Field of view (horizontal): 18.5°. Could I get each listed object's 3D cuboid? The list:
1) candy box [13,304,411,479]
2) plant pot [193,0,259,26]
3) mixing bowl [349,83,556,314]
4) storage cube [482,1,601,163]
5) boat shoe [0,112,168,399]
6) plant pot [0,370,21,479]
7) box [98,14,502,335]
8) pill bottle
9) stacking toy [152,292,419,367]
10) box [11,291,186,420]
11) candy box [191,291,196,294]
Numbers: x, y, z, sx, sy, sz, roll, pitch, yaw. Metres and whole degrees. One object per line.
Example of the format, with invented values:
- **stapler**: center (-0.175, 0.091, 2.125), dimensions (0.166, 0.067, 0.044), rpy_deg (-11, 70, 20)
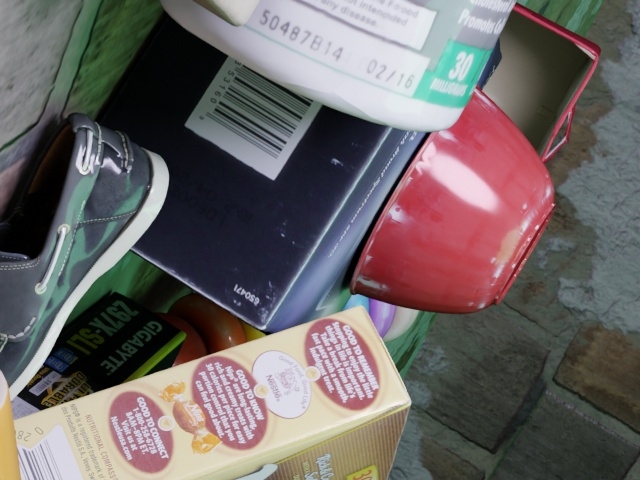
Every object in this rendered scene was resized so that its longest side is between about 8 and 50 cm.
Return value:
- **candy box**: center (-0.107, 0.165, 1.332), dimensions (0.317, 0.087, 0.183), rpy_deg (-17, 153, -16)
- **plant pot**: center (-0.074, -0.195, 1.048), dimensions (0.109, 0.109, 0.096), rpy_deg (-59, 157, 4)
- **mixing bowl**: center (0.109, -0.015, 1.442), dimensions (0.181, 0.098, 0.181), rpy_deg (-58, 172, -13)
- **storage cube**: center (0.161, -0.159, 2.003), dimensions (0.183, 0.215, 0.193), rpy_deg (-63, 175, 11)
- **boat shoe**: center (-0.196, 0.023, 1.245), dimensions (0.079, 0.084, 0.233), rpy_deg (31, 100, -43)
- **plant pot**: center (-0.242, 0.157, 1.069), dimensions (0.205, 0.205, 0.188), rpy_deg (-41, 145, -60)
- **box**: center (-0.013, -0.088, 1.438), dimensions (0.296, 0.183, 0.294), rpy_deg (-57, 172, -2)
- **pill bottle**: center (0.062, -0.263, 1.156), dimensions (0.361, 0.204, 0.204), rpy_deg (-65, 169, 14)
- **stacking toy**: center (-0.057, 0.075, 1.752), dimensions (0.330, 0.141, 0.141), rpy_deg (-25, 149, -45)
- **box**: center (-0.244, 0.224, 1.562), dimensions (0.322, 0.079, 0.257), rpy_deg (-64, 170, 31)
- **candy box**: center (-0.119, 0.147, 1.927), dimensions (0.196, 0.070, 0.165), rpy_deg (-60, 165, 7)
